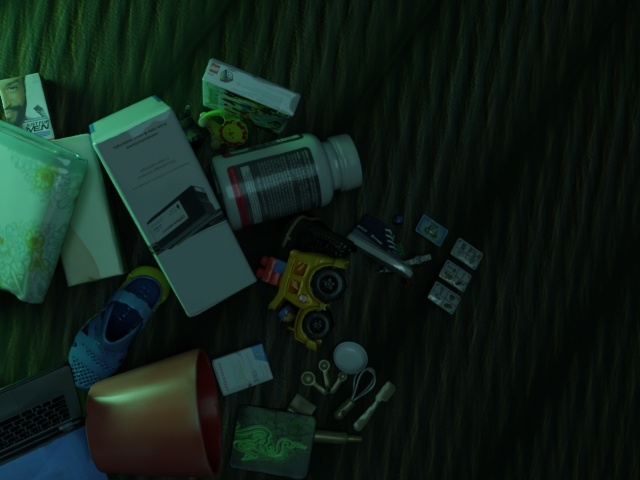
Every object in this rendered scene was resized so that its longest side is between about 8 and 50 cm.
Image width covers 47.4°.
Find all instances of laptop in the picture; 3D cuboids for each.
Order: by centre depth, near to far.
[{"bbox_3d":[-0.632,0.503,1.481,0.382,0.407,0.236,-23,61,-26],"label":"laptop"}]

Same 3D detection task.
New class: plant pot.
[{"bbox_3d":[-0.356,0.385,1.575,0.243,0.275,0.274,-8,90,0],"label":"plant pot"}]

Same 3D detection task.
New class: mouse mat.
[{"bbox_3d":[-0.112,0.473,1.712,0.190,0.007,0.152,9,88,1],"label":"mouse mat"}]

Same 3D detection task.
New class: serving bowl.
[{"bbox_3d":[0.069,0.284,1.741,0.083,0.027,0.083,6,54,-8],"label":"serving bowl"}]

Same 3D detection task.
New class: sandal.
[{"bbox_3d":[-0.456,0.199,1.595,0.126,0.138,0.317,32,99,-9],"label":"sandal"}]

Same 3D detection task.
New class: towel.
[{"bbox_3d":[-0.683,-0.085,1.515,0.375,0.090,0.320,23,103,14],"label":"towel"}]

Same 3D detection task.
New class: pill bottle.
[{"bbox_3d":[-0.075,-0.144,1.661,0.319,0.176,0.176,-16,91,-9],"label":"pill bottle"}]

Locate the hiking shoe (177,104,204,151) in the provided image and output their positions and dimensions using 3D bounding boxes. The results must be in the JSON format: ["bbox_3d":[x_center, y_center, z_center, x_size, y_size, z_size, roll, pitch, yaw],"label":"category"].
[{"bbox_3d":[-0.386,-0.229,1.668,0.227,0.086,0.114,-21,77,-13],"label":"hiking shoe"}]

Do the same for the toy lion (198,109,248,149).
[{"bbox_3d":[-0.219,-0.258,1.681,0.096,0.034,0.100,-17,126,13],"label":"toy lion"}]

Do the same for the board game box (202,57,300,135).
[{"bbox_3d":[-0.157,-0.304,1.585,0.193,0.305,0.053,21,87,-8],"label":"board game box"}]

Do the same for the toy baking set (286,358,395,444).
[{"bbox_3d":[0.050,0.391,1.745,0.256,0.030,0.196,12,87,-9],"label":"toy baking set"}]

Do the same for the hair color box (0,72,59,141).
[{"bbox_3d":[-0.649,-0.279,1.628,0.093,0.053,0.167,-14,90,-9],"label":"hair color box"}]

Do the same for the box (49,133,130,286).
[{"bbox_3d":[-0.517,-0.064,1.601,0.121,0.148,0.310,-13,90,-9],"label":"box"}]

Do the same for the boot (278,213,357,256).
[{"bbox_3d":[0.000,0.000,1.646,0.137,0.198,0.076,30,113,13],"label":"boot"}]

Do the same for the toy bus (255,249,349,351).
[{"bbox_3d":[-0.052,0.124,1.685,0.212,0.149,0.220,17,89,4],"label":"toy bus"}]

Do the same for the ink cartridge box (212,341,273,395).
[{"bbox_3d":[-0.183,0.297,1.696,0.123,0.052,0.088,-18,91,-11],"label":"ink cartridge box"}]

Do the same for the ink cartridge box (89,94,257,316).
[{"bbox_3d":[-0.309,-0.079,1.512,0.166,0.285,0.394,-28,113,-10],"label":"ink cartridge box"}]

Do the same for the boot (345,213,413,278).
[{"bbox_3d":[0.154,0.009,1.719,0.190,0.069,0.086,33,80,24],"label":"boot"}]

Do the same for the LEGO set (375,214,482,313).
[{"bbox_3d":[0.256,0.045,1.792,0.244,0.060,0.182,33,72,-9],"label":"LEGO set"}]
